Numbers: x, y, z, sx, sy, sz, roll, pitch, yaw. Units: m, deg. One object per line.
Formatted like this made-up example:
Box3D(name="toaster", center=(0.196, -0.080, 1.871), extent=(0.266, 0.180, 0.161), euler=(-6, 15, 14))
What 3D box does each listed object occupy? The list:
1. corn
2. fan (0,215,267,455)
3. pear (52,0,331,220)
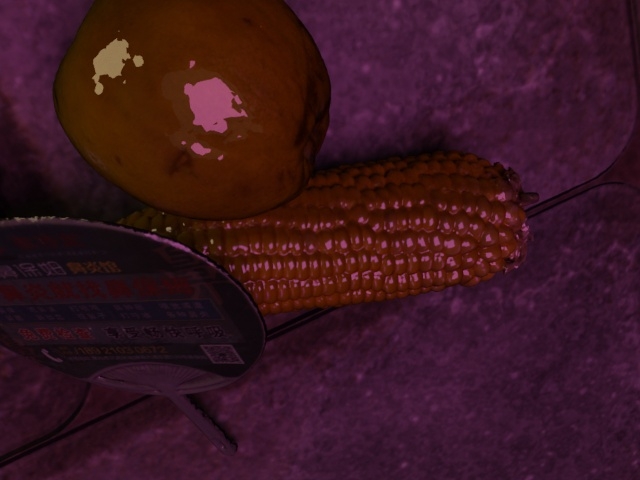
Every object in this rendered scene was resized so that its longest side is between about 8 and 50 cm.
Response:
Box3D(name="corn", center=(0.000, 0.000, 0.544), extent=(0.305, 0.106, 0.106), euler=(-9, 115, -10))
Box3D(name="fan", center=(-0.108, 0.068, 0.506), extent=(0.294, 0.012, 0.223), euler=(36, 137, -28))
Box3D(name="pear", center=(-0.071, -0.087, 0.450), extent=(0.162, 0.149, 0.148), euler=(26, 102, -5))
